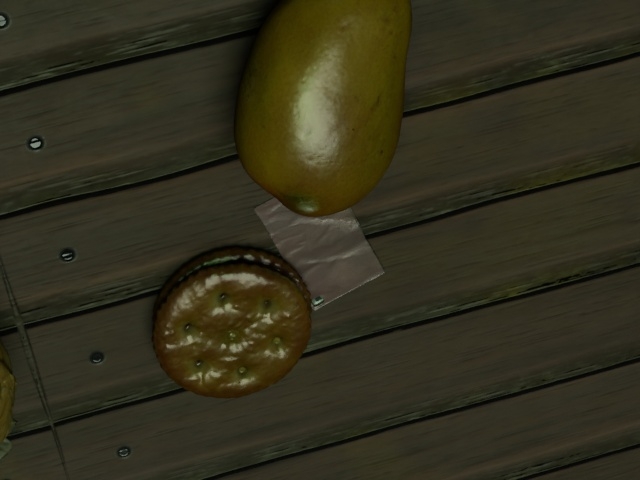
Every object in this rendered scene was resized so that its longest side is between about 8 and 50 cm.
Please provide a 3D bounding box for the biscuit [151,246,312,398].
[{"bbox_3d":[-0.118,0.111,2.153,0.220,0.066,0.220,-6,122,-9],"label":"biscuit"}]

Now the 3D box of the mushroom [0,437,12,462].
[{"bbox_3d":[-0.506,0.249,2.095,0.247,0.108,0.096,33,113,-29],"label":"mushroom"}]

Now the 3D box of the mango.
[{"bbox_3d":[0.008,-0.182,1.954,0.211,0.173,0.317,9,110,-21],"label":"mango"}]

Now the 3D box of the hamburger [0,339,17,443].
[{"bbox_3d":[-0.503,0.182,1.962,0.144,0.283,0.259,-34,89,38],"label":"hamburger"}]

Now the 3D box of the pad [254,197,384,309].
[{"bbox_3d":[0.000,0.000,2.156,0.113,0.006,0.188,-28,122,3],"label":"pad"}]
